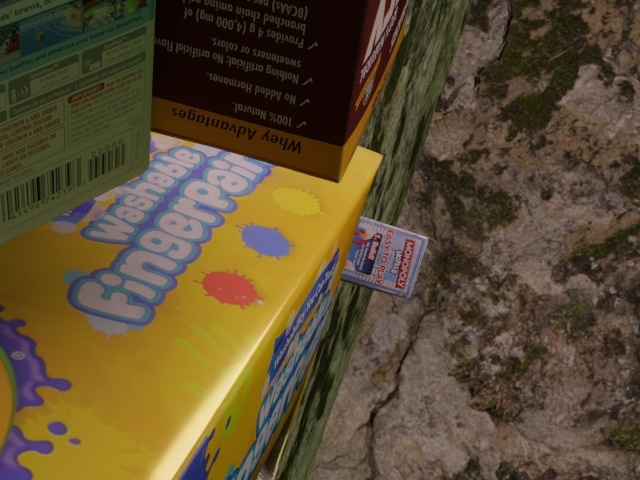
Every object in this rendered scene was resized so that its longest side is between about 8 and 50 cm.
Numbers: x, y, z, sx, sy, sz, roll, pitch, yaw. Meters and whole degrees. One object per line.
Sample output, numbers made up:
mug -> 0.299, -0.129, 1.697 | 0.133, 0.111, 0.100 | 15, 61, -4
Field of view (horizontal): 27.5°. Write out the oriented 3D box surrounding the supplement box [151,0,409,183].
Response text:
supplement box -> -0.052, -0.159, 0.566 | 0.129, 0.191, 0.194 | -67, 170, -46

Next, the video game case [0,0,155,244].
video game case -> -0.145, -0.062, 0.463 | 0.212, 0.023, 0.193 | -30, 145, -35

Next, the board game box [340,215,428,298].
board game box -> 0.000, 0.000, 1.174 | 0.194, 0.194, 0.060 | 25, 82, -80

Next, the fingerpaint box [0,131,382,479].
fingerpaint box -> -0.136, 0.165, 0.698 | 0.445, 0.163, 0.371 | -56, 166, -61
